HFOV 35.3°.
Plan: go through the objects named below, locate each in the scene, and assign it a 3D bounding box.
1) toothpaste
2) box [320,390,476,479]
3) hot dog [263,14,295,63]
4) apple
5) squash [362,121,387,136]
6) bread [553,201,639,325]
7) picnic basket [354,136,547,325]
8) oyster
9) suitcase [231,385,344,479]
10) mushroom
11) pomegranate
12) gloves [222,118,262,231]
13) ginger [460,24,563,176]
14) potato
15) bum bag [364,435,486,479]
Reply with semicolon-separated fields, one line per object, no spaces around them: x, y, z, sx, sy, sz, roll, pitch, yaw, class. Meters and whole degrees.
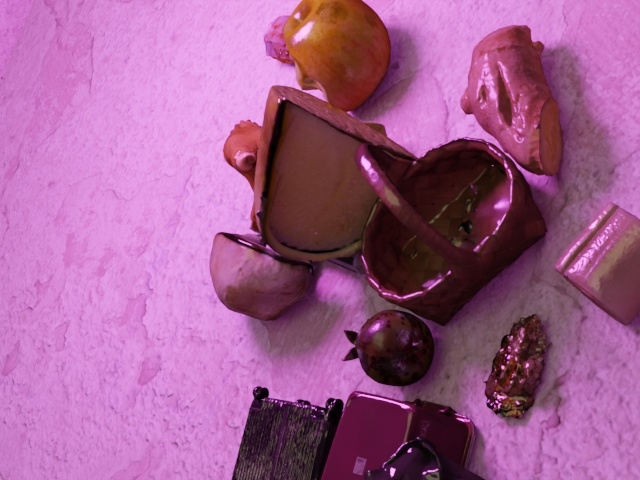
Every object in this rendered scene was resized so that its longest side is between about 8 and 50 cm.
0.000;0.000;2.078;0.098;0.061;0.392;-30;33;-30;toothpaste
0.114;0.396;1.680;0.193;0.167;0.294;5;72;47;box
-0.040;-0.474;2.378;0.252;0.069;0.131;18;72;45;hot dog
0.022;-0.410;2.162;0.246;0.226;0.246;-24;51;34;apple
0.093;-0.137;2.058;0.090;0.075;0.200;2;88;10;squash
0.462;0.037;1.560;0.141;0.134;0.148;-50;51;6;bread
0.180;-0.049;1.747;0.337;0.337;0.293;-46;44;16;picnic basket
0.325;0.205;1.667;0.177;0.056;0.105;-62;34;6;oyster
-0.041;0.449;1.819;0.229;0.152;0.335;0;71;45;suitcase
-0.140;0.077;2.085;0.267;0.189;0.164;22;98;46;mushroom
0.121;0.185;1.808;0.169;0.148;0.148;23;85;45;pomegranate
-0.116;-0.152;2.165;0.155;0.203;0.356;-25;32;5;gloves
0.355;-0.251;1.827;0.190;0.126;0.354;-35;46;19;ginger
-0.016;-0.118;1.950;0.280;0.330;0.213;-64;25;13;potato
0.224;0.405;1.523;0.326;0.080;0.142;24;68;7;bum bag
